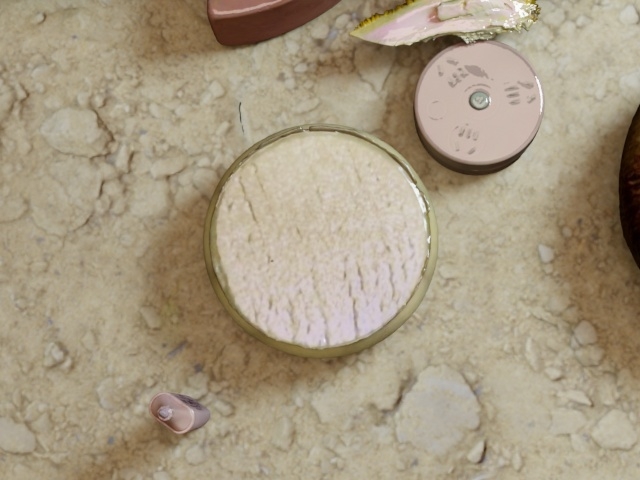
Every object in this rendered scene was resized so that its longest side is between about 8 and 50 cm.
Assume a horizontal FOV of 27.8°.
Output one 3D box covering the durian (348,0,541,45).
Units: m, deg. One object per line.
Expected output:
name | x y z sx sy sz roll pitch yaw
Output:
durian | 0.139 -0.276 1.486 0.224 0.140 0.078 -13 123 -11

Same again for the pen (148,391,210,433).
pen | -0.156 0.189 1.428 0.053 0.197 0.032 35 87 6

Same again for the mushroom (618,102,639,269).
mushroom | 0.487 -0.049 1.420 0.345 0.239 0.345 -6 64 13

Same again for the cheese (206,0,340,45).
cheese | -0.036 -0.335 1.526 0.177 0.128 0.202 3 79 2

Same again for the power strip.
power strip | 0.181 -0.156 1.508 0.154 0.078 0.154 0 84 4

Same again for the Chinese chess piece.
Chinese chess piece | 0.000 0.000 1.484 0.270 0.112 0.270 0 84 4
